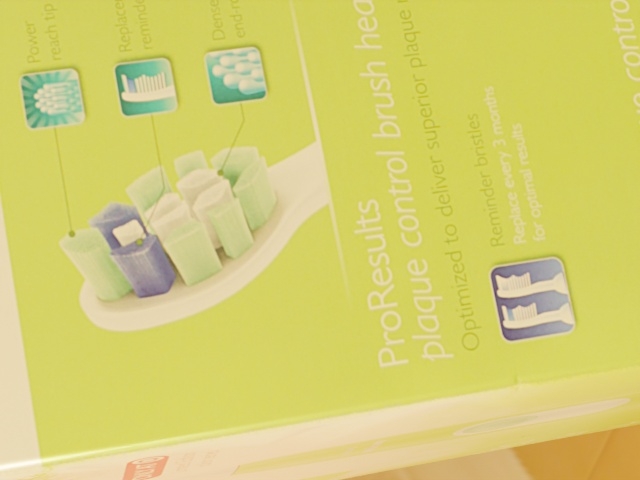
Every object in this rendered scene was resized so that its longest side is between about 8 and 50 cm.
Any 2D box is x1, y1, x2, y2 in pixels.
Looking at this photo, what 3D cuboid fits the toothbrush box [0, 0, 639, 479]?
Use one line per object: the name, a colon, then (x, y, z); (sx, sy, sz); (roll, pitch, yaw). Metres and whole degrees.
toothbrush box: (0.000, 0.000, 0.425); (0.283, 0.206, 0.122); (-7, -102, -12)
